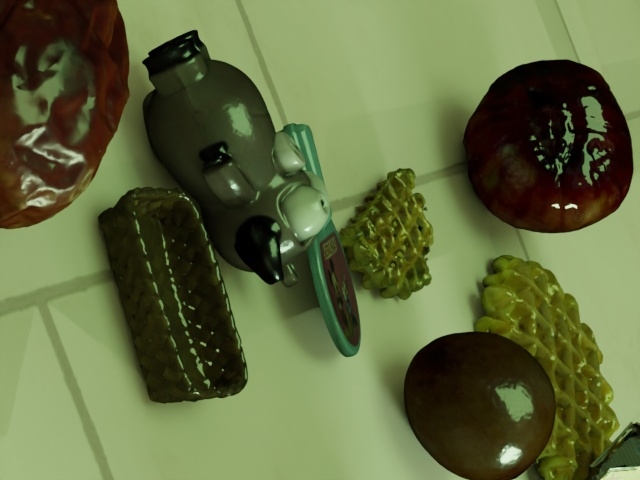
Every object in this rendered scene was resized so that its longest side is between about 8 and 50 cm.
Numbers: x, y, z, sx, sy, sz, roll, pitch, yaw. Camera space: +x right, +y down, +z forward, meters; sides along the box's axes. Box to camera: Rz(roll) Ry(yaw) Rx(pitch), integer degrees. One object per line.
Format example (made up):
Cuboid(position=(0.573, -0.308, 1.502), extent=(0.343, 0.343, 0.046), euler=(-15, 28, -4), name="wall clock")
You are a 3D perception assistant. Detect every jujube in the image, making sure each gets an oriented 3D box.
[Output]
Cuboid(position=(-0.232, -0.127, 1.298), extent=(0.174, 0.174, 0.250), euler=(50, 36, -30), name="jujube")

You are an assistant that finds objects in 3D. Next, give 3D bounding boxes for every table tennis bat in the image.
Cuboid(position=(0.000, 0.000, 1.702), extent=(0.153, 0.040, 0.244), euler=(-33, 108, -79), name="table tennis bat")

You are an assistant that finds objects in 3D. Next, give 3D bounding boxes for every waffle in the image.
Cuboid(position=(0.072, -0.013, 1.864), extent=(0.192, 0.046, 0.160), euler=(9, 65, -58), name="waffle")
Cuboid(position=(0.285, 0.160, 2.094), extent=(0.329, 0.062, 0.329), euler=(37, 42, -43), name="waffle")

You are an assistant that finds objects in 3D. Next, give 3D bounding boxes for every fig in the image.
Cuboid(position=(0.297, -0.117, 2.155), extent=(0.263, 0.224, 0.224), euler=(-2, 73, -57), name="fig")

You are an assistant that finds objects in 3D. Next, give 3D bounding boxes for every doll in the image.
Cuboid(position=(-0.080, -0.072, 1.567), extent=(0.257, 0.117, 0.182), euler=(57, 11, -12), name="doll")

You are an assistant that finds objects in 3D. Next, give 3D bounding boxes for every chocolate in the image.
Cuboid(position=(0.167, 0.168, 1.789), extent=(0.177, 0.177, 0.177), euler=(38, 40, -42), name="chocolate")

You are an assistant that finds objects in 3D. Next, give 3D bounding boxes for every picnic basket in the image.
Cuboid(position=(-0.131, 0.050, 1.464), extent=(0.110, 0.055, 0.193), euler=(-1, 72, -59), name="picnic basket")

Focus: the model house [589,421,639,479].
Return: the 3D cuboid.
Cuboid(position=(0.369, 0.303, 2.016), extent=(0.136, 0.207, 0.219), euler=(-108, -170, -54), name="model house")
